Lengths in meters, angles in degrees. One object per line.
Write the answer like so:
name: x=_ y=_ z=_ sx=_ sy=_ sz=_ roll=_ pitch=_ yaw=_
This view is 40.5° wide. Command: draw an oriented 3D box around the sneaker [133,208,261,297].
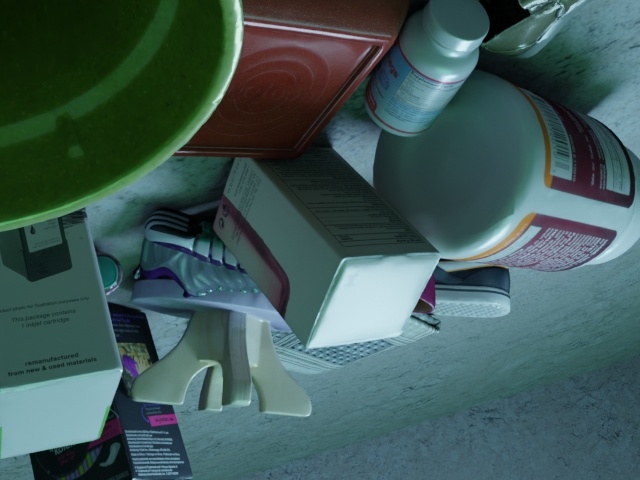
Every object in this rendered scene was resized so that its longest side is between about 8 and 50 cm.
sneaker: x=-0.122 y=0.037 z=1.104 sx=0.223 sy=0.083 sz=0.098 roll=19 pitch=116 yaw=-9

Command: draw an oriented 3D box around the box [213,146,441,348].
box: x=0.000 y=0.000 z=1.015 sx=0.148 sy=0.232 sz=0.127 roll=-2 pitch=127 yaw=-38

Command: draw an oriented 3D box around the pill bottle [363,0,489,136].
pill bottle: x=0.112 y=-0.186 z=0.916 sx=0.087 sy=0.087 sz=0.160 roll=-10 pitch=157 yaw=-25

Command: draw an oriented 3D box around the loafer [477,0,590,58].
loafer: x=0.222 y=-0.263 z=0.846 sx=0.087 sy=0.094 sz=0.251 roll=-15 pitch=156 yaw=-27

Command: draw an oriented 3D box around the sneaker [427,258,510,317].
sneaker: x=0.158 y=0.057 z=1.469 sx=0.320 sy=0.128 sz=0.126 roll=2 pitch=160 yaw=7

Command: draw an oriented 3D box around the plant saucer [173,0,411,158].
plant saucer: x=-0.062 y=-0.161 z=0.880 sx=0.258 sy=0.048 sz=0.259 roll=-3 pitch=151 yaw=-37

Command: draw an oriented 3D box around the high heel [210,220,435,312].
high heel: x=-0.016 y=0.044 z=1.189 sx=0.377 sy=0.181 sz=0.127 roll=-12 pitch=155 yaw=-21

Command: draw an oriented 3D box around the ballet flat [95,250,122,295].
ballet flat: x=-0.359 y=0.060 z=1.079 sx=0.221 sy=0.077 sz=0.079 roll=-11 pitch=174 yaw=-25

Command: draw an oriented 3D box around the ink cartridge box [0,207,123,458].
ink cartridge box: x=-0.287 y=0.048 z=0.852 sx=0.114 sy=0.273 sz=0.198 roll=-8 pitch=153 yaw=-24

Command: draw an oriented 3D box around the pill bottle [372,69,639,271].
pill bottle: x=0.269 y=-0.074 z=1.133 sx=0.224 sy=0.224 sz=0.392 roll=-38 pitch=152 yaw=32

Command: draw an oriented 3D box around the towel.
towel: x=-0.007 y=0.155 z=1.453 sx=0.312 sy=0.056 sz=0.324 roll=-23 pitch=147 yaw=36

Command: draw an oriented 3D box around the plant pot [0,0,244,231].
plant pot: x=-0.211 y=-0.177 z=0.455 sx=0.275 sy=0.254 sz=0.276 roll=-19 pitch=157 yaw=-9

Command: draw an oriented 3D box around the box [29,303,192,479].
box: x=-0.319 y=0.245 z=1.246 sx=0.165 sy=0.271 sz=0.143 roll=-30 pitch=156 yaw=18

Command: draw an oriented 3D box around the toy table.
toy table: x=-0.136 y=0.158 z=1.227 sx=0.274 sy=0.161 sz=0.252 roll=6 pitch=165 yaw=-5
